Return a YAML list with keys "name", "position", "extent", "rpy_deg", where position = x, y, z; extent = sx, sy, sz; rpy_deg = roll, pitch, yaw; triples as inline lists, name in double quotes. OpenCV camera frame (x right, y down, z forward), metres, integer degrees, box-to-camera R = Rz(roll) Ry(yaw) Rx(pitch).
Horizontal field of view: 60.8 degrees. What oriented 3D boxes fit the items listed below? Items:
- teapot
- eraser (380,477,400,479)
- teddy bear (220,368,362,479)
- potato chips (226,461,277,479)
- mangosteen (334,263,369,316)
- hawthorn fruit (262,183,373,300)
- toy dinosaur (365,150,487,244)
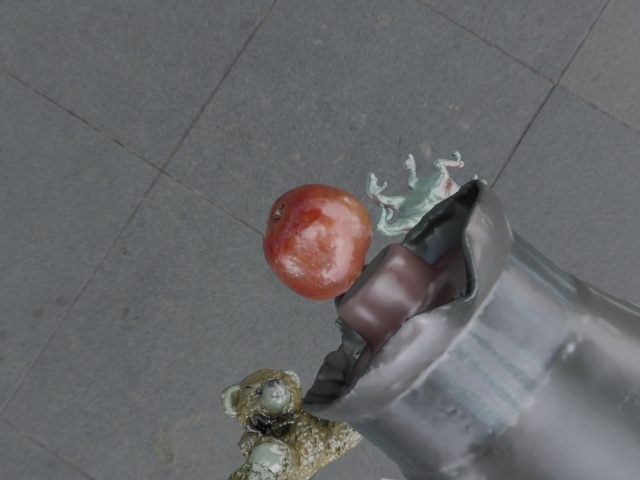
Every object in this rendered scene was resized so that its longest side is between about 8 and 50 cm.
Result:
- name: "teapot"
  position: [0.171, 0.146, 0.495]
  extent: [0.362, 0.376, 0.305]
  rpy_deg: [41, 76, -2]
- name: "eraser"
  position: [0.174, 0.605, 1.162]
  extent: [0.092, 0.212, 0.046]
  rpy_deg: [7, 111, -2]
- name: "teddy bear"
  position: [-0.076, 0.363, 1.110]
  extent: [0.267, 0.156, 0.256]
  rpy_deg: [-7, 43, -36]
- name: "potato chips"
  position: [-0.137, 0.385, 0.716]
  extent: [0.026, 0.209, 0.142]
  rpy_deg: [13, 106, 39]
- name: "mangosteen"
  position: [0.164, 0.143, 1.555]
  extent: [0.236, 0.235, 0.261]
  rpy_deg: [20, 54, 1]
- name: "hawthorn fruit"
  position: [0.000, 0.000, 1.310]
  extent: [0.285, 0.284, 0.284]
  rpy_deg: [0, 86, 0]
- name: "toy dinosaur"
  position: [0.123, -0.015, 0.694]
  extent: [0.167, 0.053, 0.242]
  rpy_deg: [31, 68, -22]
